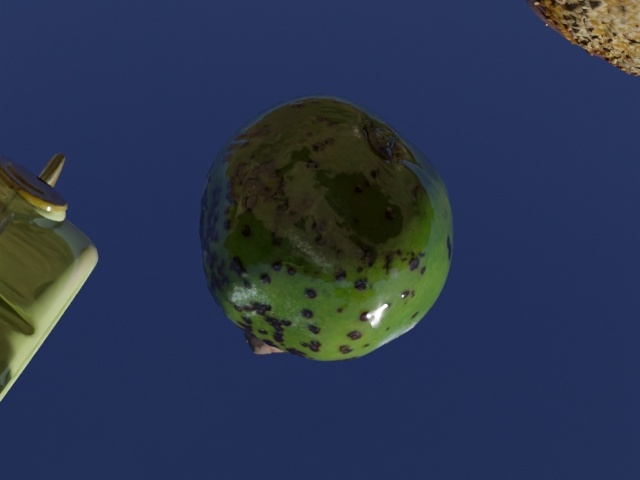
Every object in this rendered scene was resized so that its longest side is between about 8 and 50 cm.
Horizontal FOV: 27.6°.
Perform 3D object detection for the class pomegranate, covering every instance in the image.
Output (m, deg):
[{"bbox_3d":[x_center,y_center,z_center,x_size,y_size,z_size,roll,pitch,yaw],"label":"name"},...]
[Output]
[{"bbox_3d":[0.000,0.000,1.205,0.254,0.270,0.254,15,-142,-12],"label":"pomegranate"}]

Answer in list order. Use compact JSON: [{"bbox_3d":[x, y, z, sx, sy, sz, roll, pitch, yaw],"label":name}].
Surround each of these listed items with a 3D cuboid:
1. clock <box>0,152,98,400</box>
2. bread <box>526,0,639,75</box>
[{"bbox_3d":[-0.278,0.078,0.970,0.117,0.286,0.348,35,-141,-6],"label":"clock"},{"bbox_3d":[0.268,-0.207,0.849,0.306,0.305,0.158,0,-121,-2],"label":"bread"}]
